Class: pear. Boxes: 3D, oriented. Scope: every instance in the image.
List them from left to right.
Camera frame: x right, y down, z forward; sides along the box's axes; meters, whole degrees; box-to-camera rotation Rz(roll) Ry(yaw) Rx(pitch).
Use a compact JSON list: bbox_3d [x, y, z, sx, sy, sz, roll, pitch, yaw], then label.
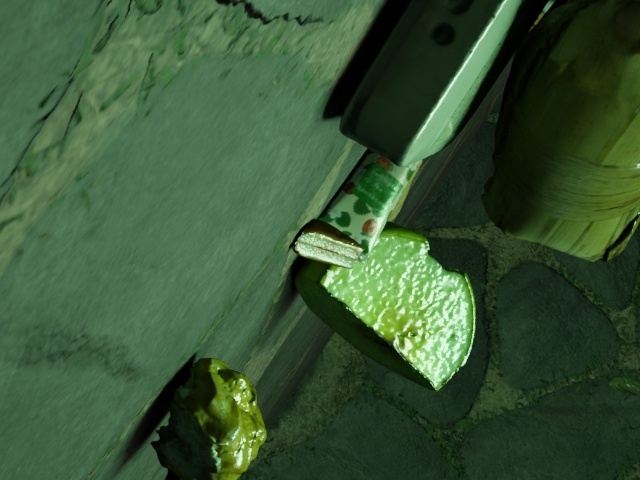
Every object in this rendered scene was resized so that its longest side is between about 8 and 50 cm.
[{"bbox_3d":[0.090,0.081,1.572,0.159,0.292,0.292,-53,173,-15],"label":"pear"}]

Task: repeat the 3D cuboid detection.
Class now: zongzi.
[{"bbox_3d":[0.341,-0.283,1.159,0.500,0.218,0.467,98,4,-61],"label":"zongzi"}]

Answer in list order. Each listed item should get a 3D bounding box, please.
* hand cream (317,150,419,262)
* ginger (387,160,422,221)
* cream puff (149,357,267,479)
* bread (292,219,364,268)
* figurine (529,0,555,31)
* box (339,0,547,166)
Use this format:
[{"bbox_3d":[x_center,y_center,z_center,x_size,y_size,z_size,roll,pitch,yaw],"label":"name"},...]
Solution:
[{"bbox_3d":[0.097,-0.105,1.431,0.276,0.095,0.059,-58,-160,-12],"label":"hand cream"},{"bbox_3d":[0.103,-0.080,1.597,0.137,0.074,0.213,-63,-178,-30],"label":"ginger"},{"bbox_3d":[-0.119,0.207,1.191,0.156,0.121,0.156,-60,172,-14],"label":"cream puff"},{"bbox_3d":[0.000,0.000,1.361,0.109,0.062,0.043,16,112,-38],"label":"bread"},{"bbox_3d":[0.467,-0.476,2.224,0.197,0.093,0.147,-28,130,-60],"label":"figurine"},{"bbox_3d":[0.184,-0.271,1.103,0.396,0.111,0.396,-58,172,15],"label":"box"}]
